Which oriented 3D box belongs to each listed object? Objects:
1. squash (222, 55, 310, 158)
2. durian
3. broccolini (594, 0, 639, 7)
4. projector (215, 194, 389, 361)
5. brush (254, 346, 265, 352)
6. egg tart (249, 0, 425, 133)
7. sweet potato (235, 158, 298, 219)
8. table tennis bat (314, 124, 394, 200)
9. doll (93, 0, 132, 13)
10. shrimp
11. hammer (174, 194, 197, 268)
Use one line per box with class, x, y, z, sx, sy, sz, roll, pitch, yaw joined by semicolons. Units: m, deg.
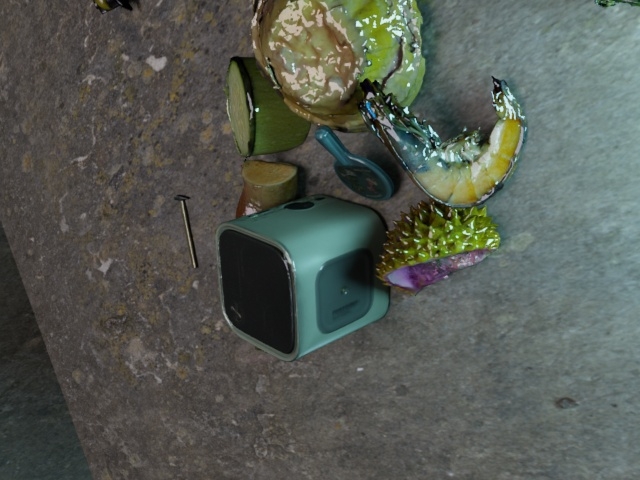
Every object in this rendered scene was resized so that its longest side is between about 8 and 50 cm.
squash;-0.127;-0.288;1.700;0.220;0.133;0.220;43;140;51
durian;0.182;0.011;1.408;0.260;0.186;0.154;-32;86;37
broccolini;0.453;-0.322;1.053;0.201;0.058;0.074;29;141;21
projector;-0.035;0.065;1.594;0.248;0.249;0.248;20;121;44
brush;-0.096;0.158;1.859;0.048;0.054;0.282;36;130;23
egg tart;0.013;-0.336;1.391;0.351;0.150;0.352;13;122;21
sweet potato;-0.127;-0.013;1.765;0.131;0.131;0.337;33;127;37
table tennis bat;0.059;-0.141;1.495;0.124;0.033;0.201;2;145;49
doll;-0.550;-0.665;2.028;0.249;0.088;0.127;57;139;21
shrimp;0.200;-0.193;1.298;0.290;0.054;0.222;41;115;-1
hammer;-0.346;-0.022;2.106;0.062;0.013;0.199;4;108;49
